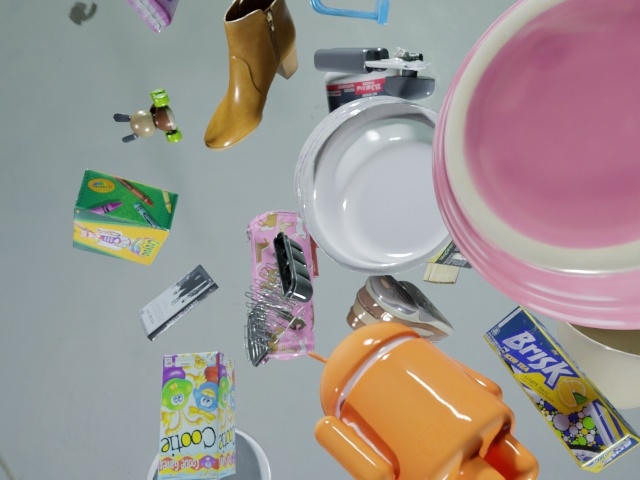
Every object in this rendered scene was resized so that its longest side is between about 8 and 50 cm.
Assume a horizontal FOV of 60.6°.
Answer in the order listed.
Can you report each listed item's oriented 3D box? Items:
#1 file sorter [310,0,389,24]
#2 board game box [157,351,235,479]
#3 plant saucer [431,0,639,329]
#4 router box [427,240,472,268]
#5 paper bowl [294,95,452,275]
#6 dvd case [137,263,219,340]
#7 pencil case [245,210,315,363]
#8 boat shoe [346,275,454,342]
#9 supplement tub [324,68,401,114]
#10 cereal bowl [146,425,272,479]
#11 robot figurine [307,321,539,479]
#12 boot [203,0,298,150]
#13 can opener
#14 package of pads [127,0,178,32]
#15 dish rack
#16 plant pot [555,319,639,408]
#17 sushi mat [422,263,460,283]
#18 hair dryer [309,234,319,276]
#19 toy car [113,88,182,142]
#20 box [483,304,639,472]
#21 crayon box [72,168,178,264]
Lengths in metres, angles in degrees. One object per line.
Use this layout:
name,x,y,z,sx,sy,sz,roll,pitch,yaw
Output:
file sorter,0.045,-0.372,0.757,0.104,0.170,0.118,7,115,1
board game box,-0.287,0.415,1.300,0.142,0.144,0.275,-5,72,6
plant saucer,0.236,-0.092,0.462,0.332,0.084,0.332,-6,81,39
router box,0.309,-0.033,1.370,0.242,0.309,0.081,9,67,-1
paper bowl,0.108,-0.078,0.870,0.284,0.148,0.284,-5,112,-13
dvd case,-0.423,0.177,1.615,0.238,0.179,0.030,-40,118,-10
pencil case,-0.103,0.121,1.426,0.167,0.160,0.386,-7,81,14
boat shoe,0.151,0.149,1.049,0.116,0.324,0.123,-47,51,11
supplement tub,0.118,-0.302,1.387,0.191,0.191,0.272,-8,108,2
cereal bowl,-0.314,0.670,1.527,0.339,0.141,0.339,2,84,-19
robot figurine,0.087,0.161,0.507,0.158,0.128,0.219,-43,51,-10
boot,-0.155,-0.335,1.056,0.104,0.211,0.295,31,75,23
can opener,0.092,-0.325,1.040,0.074,0.280,0.093,-17,120,-36
package of pads,-0.185,-0.278,0.614,0.032,0.050,0.083,-17,48,21
dish rack,-0.115,0.141,1.240,0.074,0.208,0.271,24,116,-25
plant pot,0.639,0.243,1.169,0.284,0.284,0.191,3,115,4
sushi mat,0.449,0.003,1.878,0.019,0.151,0.317,31,71,-31
hair dryer,0.000,0.000,1.978,0.223,0.080,0.294,22,71,-6
toy car,-0.576,-0.393,1.810,0.188,0.149,0.155,-21,122,-12
box,0.250,0.152,0.580,0.059,0.054,0.169,-44,44,15
crayon box,-0.393,-0.035,1.085,0.165,0.278,0.081,15,69,-20
